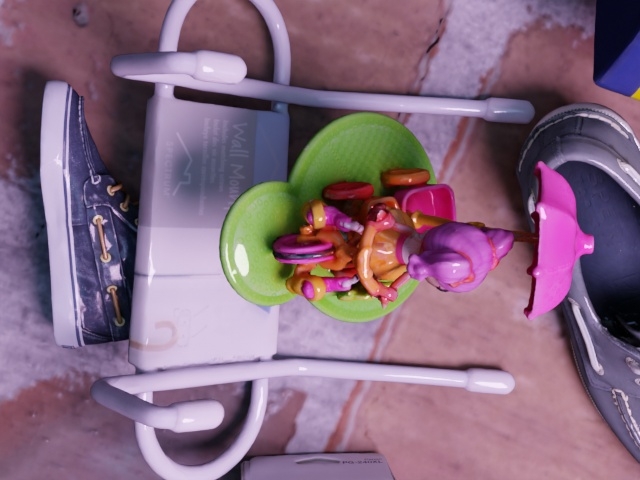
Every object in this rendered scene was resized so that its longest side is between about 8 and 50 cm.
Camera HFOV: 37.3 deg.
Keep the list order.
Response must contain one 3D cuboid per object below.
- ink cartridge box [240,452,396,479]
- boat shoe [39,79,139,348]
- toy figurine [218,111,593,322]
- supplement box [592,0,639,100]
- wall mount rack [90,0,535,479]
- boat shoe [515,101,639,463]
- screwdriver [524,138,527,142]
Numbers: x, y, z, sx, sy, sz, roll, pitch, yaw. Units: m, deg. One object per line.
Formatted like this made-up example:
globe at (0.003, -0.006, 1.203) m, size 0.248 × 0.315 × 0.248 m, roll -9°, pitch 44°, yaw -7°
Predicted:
ink cartridge box at (-0.001, 0.236, 0.679) m, size 0.109 × 0.063 × 0.151 m, roll -1°, pitch 95°, yaw -5°
boat shoe at (-0.146, -0.019, 0.655) m, size 0.083 × 0.065 × 0.183 m, roll -4°, pitch 98°, yaw -12°
toy figurine at (0.059, -0.003, 0.511) m, size 0.173 × 0.159 × 0.130 m, roll -14°, pitch 104°, yaw -38°
supplement box at (0.379, -0.169, 0.591) m, size 0.356 × 0.194 × 0.195 m, roll 17°, pitch 57°, yaw -7°
wall mount rack at (0.000, 0.000, 0.641) m, size 0.304 × 0.130 × 0.350 m, roll 0°, pitch 96°, yaw -43°
boat shoe at (0.221, 0.062, 0.651) m, size 0.116 × 0.099 × 0.320 m, roll -21°, pitch 100°, yaw 21°
screwdriver at (0.203, -0.007, 0.709) m, size 0.025 × 0.024 × 0.170 m, roll -30°, pitch 89°, yaw -32°
